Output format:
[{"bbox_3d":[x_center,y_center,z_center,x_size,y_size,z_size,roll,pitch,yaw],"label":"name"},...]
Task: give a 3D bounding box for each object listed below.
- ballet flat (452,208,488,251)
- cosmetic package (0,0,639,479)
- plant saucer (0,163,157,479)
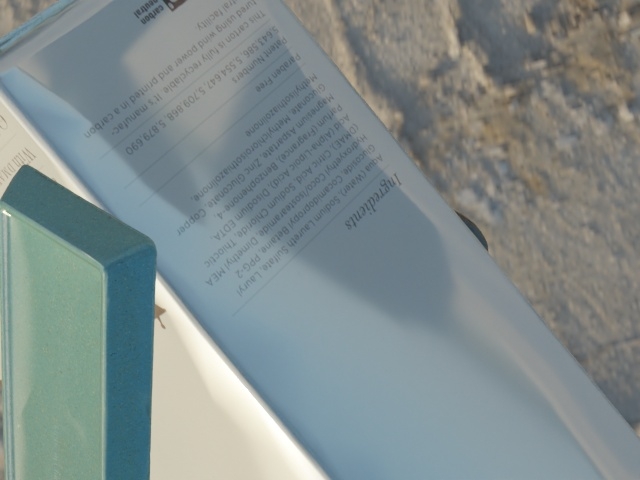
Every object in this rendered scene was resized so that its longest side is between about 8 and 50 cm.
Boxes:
[{"bbox_3d":[0.000,0.000,1.203,0.249,0.058,0.084,2,103,-10],"label":"ballet flat"},{"bbox_3d":[-0.024,0.062,0.801,0.385,0.156,0.217,51,146,-4],"label":"cosmetic package"},{"bbox_3d":[-0.086,0.072,0.554,0.067,0.018,0.192,29,129,34],"label":"plant saucer"}]
